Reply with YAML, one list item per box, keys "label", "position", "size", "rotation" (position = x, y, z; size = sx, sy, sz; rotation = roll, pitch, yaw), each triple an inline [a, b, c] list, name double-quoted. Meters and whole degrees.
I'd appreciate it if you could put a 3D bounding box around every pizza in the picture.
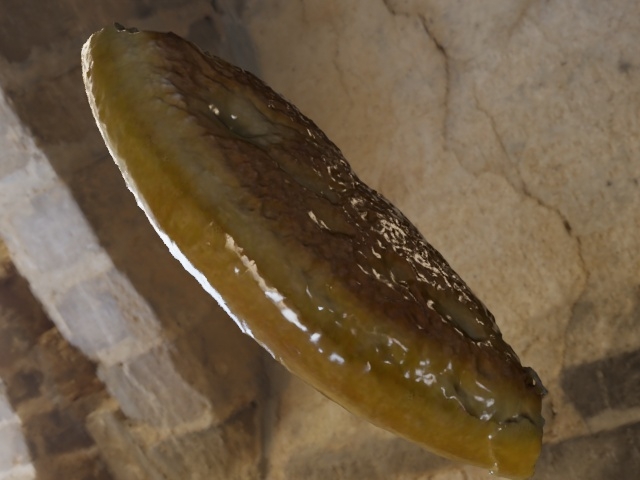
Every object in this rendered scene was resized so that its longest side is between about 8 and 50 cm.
- label: "pizza"
  position: [-0.005, -0.001, 0.382]
  size: [0.056, 0.271, 0.134]
  rotation: [-50, -176, 27]
